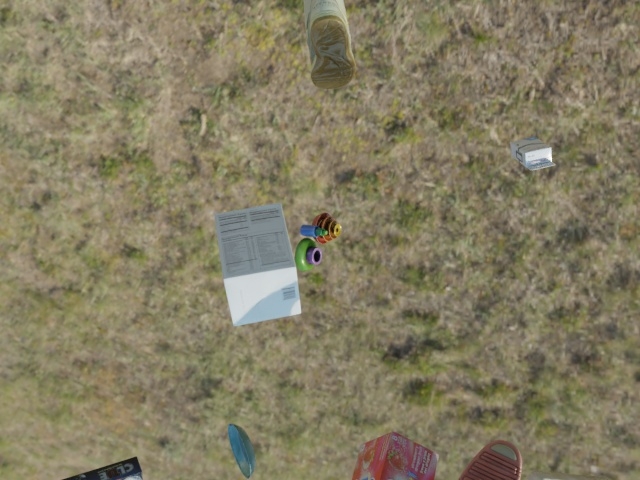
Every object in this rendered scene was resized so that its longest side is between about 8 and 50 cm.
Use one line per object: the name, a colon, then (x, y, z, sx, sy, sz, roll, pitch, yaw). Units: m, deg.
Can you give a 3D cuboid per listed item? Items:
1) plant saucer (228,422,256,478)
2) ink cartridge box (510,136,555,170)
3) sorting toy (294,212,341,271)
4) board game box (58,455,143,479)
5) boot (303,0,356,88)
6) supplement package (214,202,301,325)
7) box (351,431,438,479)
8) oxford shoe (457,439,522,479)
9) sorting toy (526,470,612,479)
plant saucer: (-0.161, 0.435, 1.566, 0.021, 0.119, 0.119, -15, 149, -23)
ink cartridge box: (0.368, -0.151, 1.301, 0.048, 0.083, 0.028, -14, 116, -4)
sorting toy: (0.000, 0.000, 1.127, 0.042, 0.102, 0.061, 7, 148, 34)
board game box: (-0.453, 0.507, 1.403, 0.243, 0.042, 0.165, -12, 129, -24)
boot: (0.010, -0.365, 1.251, 0.077, 0.165, 0.213, -8, 160, 1)
supplement package: (-0.178, 0.064, 2.115, 0.198, 0.263, 0.199, -10, 135, -6)
box: (0.129, 0.526, 1.478, 0.122, 0.257, 0.128, 30, 143, -14)
oxford shoe: (0.385, 0.656, 1.790, 0.140, 0.397, 0.146, 24, -173, 31)
sorting toy: (0.403, 0.529, 1.266, 0.257, 0.256, 0.089, 18, -170, -40)
